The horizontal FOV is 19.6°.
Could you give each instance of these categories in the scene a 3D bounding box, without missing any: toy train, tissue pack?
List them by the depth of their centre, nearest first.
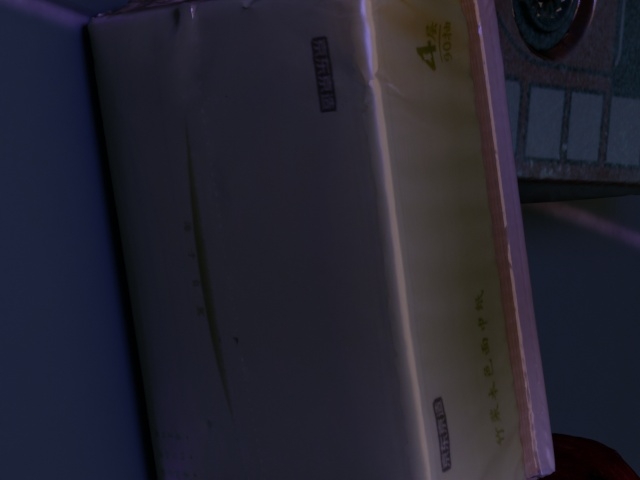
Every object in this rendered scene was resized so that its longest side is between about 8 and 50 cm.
[{"bbox_3d":[0.000,0.000,0.823,0.125,0.159,0.234,-15,99,-52],"label":"tissue pack"},{"bbox_3d":[0.110,-0.098,1.002,0.326,0.129,0.159,0,94,-53],"label":"toy train"}]

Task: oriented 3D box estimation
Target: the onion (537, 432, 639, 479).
[{"bbox_3d":[0.127,0.168,1.015,0.131,0.131,0.131,5,84,-52],"label":"onion"}]
